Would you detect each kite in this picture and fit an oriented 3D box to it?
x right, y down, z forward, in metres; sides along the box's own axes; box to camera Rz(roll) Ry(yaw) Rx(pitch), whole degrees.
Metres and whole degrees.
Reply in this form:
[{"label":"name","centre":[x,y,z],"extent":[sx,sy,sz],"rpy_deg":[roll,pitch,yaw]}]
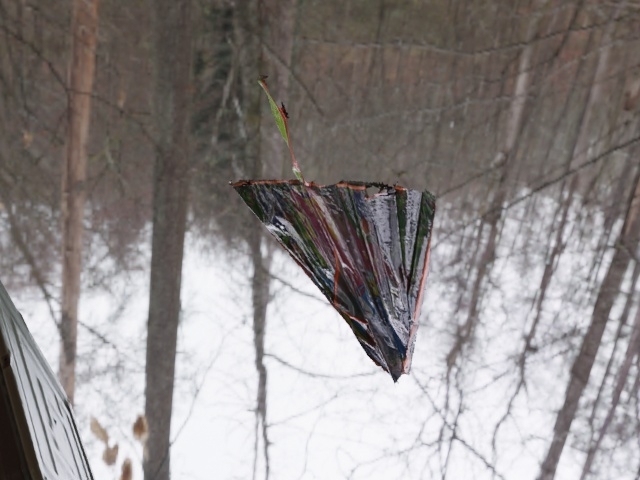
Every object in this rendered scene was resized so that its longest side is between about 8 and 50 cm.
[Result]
[{"label":"kite","centre":[0.000,0.000,0.436],"extent":[0.014,0.183,0.241],"rpy_deg":[-30,-159,-19]}]

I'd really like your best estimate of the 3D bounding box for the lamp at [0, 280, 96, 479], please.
[{"label":"lamp","centre":[-0.232,0.164,0.672],"extent":[0.047,0.266,0.269],"rpy_deg":[-23,-131,-15]}]
